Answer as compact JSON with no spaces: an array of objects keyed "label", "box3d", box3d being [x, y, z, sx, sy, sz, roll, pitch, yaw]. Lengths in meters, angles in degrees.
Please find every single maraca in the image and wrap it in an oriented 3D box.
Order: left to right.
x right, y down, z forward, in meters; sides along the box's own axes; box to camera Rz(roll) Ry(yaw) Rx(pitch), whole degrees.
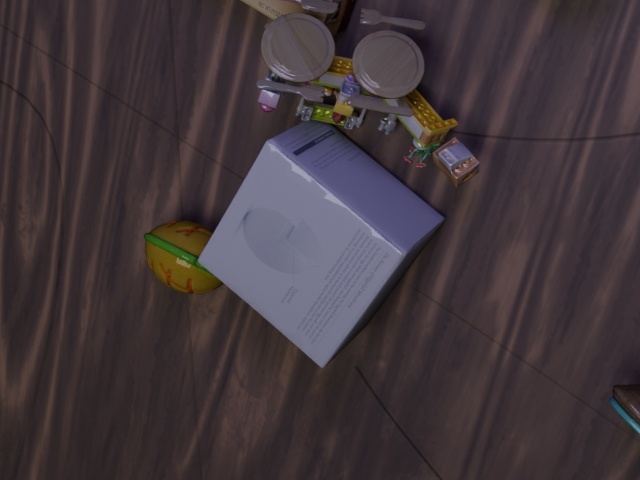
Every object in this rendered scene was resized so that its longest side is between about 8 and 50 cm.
[{"label":"maraca","box3d":[-0.176,0.030,1.644,0.185,0.127,0.099,24,88,43]}]

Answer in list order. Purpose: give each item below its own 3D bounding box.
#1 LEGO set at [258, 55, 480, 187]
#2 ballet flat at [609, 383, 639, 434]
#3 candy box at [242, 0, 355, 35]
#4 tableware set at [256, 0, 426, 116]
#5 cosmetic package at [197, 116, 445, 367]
[{"label":"LEGO set","box3d":[0.063,-0.144,1.444,0.287,0.132,0.107,26,135,3]},{"label":"ballet flat","box3d":[0.500,0.268,1.379,0.124,0.116,0.342,-44,86,15]},{"label":"candy box","box3d":[-0.086,-0.401,1.430,0.316,0.087,0.183,33,124,14]},{"label":"tableware set","box3d":[0.025,-0.211,1.376,0.194,0.128,0.039,11,164,-4]},{"label":"cosmetic package","box3d":[0.000,0.000,1.523,0.224,0.138,0.224,41,125,10]}]
